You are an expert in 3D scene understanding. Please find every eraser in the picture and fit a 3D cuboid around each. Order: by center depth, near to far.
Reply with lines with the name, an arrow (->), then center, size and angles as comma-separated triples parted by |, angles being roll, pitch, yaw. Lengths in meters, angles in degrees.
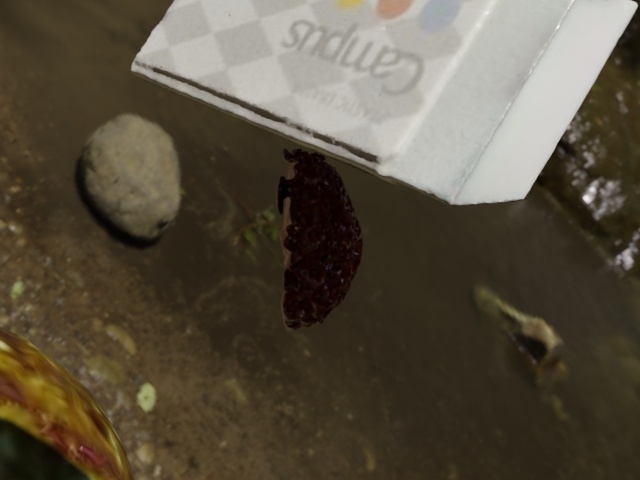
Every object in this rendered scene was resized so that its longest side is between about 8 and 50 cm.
eraser -> 0.029, -0.161, 0.846 | 0.397, 0.213, 0.082 | 28, -7, 43

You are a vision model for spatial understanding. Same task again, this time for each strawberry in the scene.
strawberry -> 0.000, 0.000, 0.941 | 0.082, 0.188, 0.121 | 2, 50, -2

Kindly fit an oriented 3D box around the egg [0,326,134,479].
egg -> -0.207, 0.143, 0.493 | 0.238, 0.238, 0.289 | 31, 2, -30
